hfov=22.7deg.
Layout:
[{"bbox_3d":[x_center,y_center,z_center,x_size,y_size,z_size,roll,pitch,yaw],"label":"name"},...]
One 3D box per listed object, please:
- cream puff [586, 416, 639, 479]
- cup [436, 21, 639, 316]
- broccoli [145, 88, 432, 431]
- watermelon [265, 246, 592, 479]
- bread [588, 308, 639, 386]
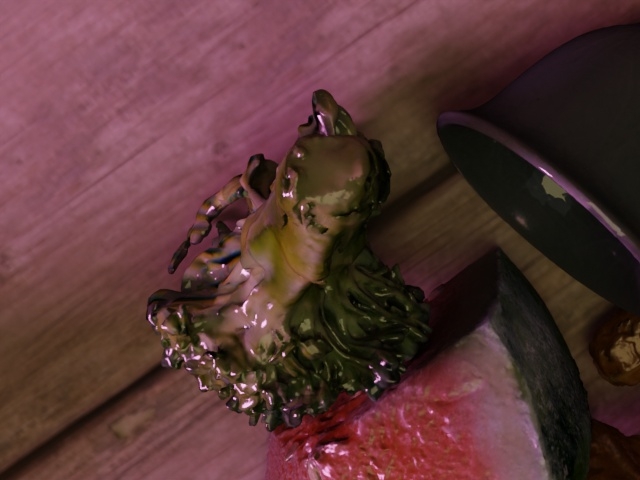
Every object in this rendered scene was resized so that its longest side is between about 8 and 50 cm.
[{"bbox_3d":[0.240,0.234,1.152,0.241,0.155,0.268,-1,110,-17],"label":"cream puff"},{"bbox_3d":[0.196,-0.065,1.031,0.199,0.199,0.150,44,83,-20],"label":"cup"},{"bbox_3d":[0.007,-0.011,0.992,0.177,0.198,0.274,28,140,3],"label":"broccoli"},{"bbox_3d":[0.050,0.143,1.097,0.257,0.193,0.139,-28,112,19],"label":"watermelon"},{"bbox_3d":[0.256,0.043,1.137,0.157,0.044,0.052,-44,107,11],"label":"bread"}]
